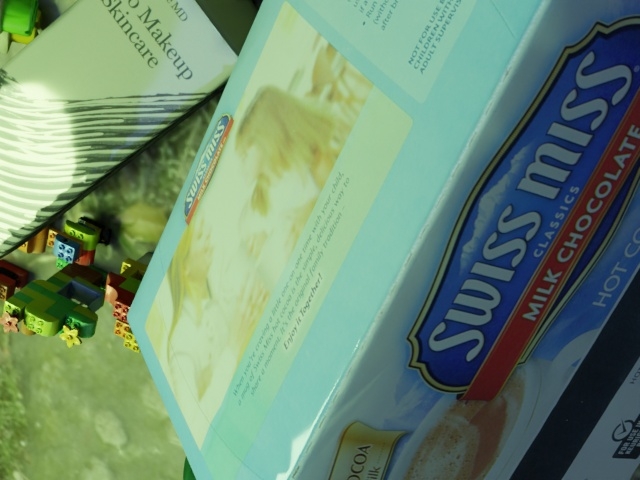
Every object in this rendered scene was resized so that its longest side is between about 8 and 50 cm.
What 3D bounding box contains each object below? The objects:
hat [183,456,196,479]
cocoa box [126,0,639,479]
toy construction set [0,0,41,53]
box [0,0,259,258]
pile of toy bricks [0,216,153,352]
[{"bbox_3d":[-0.017,0.276,0.965,0.183,0.209,0.173,-3,146,-16],"label":"hat"},{"bbox_3d":[0.075,-0.016,0.609,0.228,0.231,0.347,13,115,-33],"label":"cocoa box"},{"bbox_3d":[-0.240,-0.277,0.738,0.151,0.215,0.328,-2,109,-4],"label":"toy construction set"},{"bbox_3d":[-0.172,-0.103,0.814,0.275,0.094,0.113,-35,97,24],"label":"box"},{"bbox_3d":[-0.224,0.048,0.923,0.212,0.105,0.118,23,121,12],"label":"pile of toy bricks"}]
